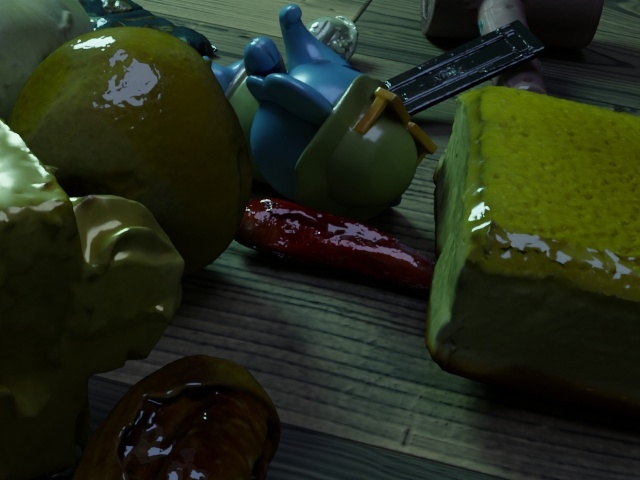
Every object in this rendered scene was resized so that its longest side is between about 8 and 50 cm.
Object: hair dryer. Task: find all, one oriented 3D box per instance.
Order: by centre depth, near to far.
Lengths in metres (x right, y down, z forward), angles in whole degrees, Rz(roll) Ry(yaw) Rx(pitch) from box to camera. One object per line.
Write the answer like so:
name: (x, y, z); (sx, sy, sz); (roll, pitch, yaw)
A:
hair dryer: (0.239, -0.233, 1.685); (0.210, 0.125, 0.352); (5, 38, -6)

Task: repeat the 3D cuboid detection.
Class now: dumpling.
dumpling: (0.010, -0.233, 1.666); (0.057, 0.052, 0.076); (11, 17, 31)

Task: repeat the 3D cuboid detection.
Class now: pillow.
pillow: (-0.266, -0.225, 1.617); (0.189, 0.034, 0.256); (30, 35, 32)

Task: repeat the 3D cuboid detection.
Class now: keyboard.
keyboard: (0.144, -0.182, 1.562); (0.204, 0.013, 0.061); (-26, 50, -11)

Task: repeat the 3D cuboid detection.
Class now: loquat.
loquat: (-0.159, -0.070, 1.173); (0.213, 0.213, 0.213); (5, 29, -3)

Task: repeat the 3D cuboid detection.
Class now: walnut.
walnut: (-0.093, 0.146, 0.901); (0.116, 0.115, 0.207); (14, 30, 13)

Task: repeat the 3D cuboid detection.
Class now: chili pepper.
chili pepper: (0.000, 0.000, 1.247); (0.268, 0.050, 0.059); (16, 14, 14)

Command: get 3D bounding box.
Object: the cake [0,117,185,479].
cake: (-0.257, 0.034, 0.950); (0.286, 0.222, 0.227); (-14, 37, -32)

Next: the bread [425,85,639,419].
bread: (0.254, 0.010, 1.172); (0.333, 0.143, 0.323); (14, 31, 1)

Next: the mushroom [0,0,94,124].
mushroom: (-0.384, -0.199, 1.326); (0.356, 0.315, 0.315); (49, 38, 3)

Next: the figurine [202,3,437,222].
figurine: (-0.023, -0.112, 1.322); (0.262, 0.180, 0.154); (30, 50, 26)
